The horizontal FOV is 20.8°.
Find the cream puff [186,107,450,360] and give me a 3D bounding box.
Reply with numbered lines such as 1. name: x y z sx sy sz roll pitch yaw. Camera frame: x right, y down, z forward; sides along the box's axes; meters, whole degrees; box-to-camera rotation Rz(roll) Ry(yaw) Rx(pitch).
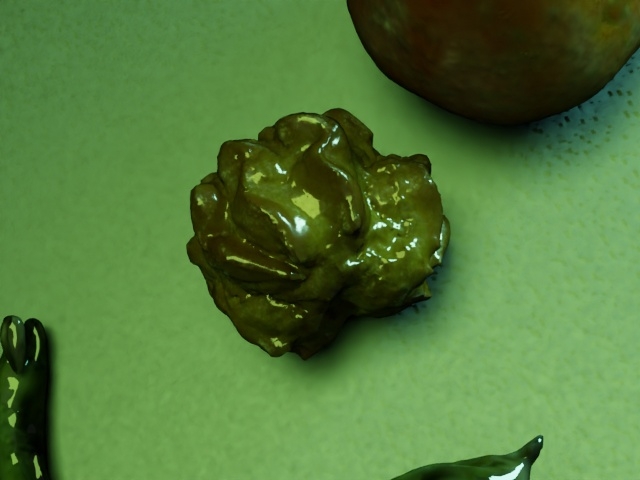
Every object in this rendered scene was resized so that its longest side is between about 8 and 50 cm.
1. cream puff: 0.000 0.000 0.778 0.094 0.122 0.116 51 129 27

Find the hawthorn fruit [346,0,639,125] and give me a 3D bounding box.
1. hawthorn fruit: 0.067 -0.139 0.767 0.149 0.189 0.149 -21 45 22

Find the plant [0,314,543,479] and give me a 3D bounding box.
1. plant: -0.016 0.184 0.752 0.333 0.180 0.251 11 83 48
